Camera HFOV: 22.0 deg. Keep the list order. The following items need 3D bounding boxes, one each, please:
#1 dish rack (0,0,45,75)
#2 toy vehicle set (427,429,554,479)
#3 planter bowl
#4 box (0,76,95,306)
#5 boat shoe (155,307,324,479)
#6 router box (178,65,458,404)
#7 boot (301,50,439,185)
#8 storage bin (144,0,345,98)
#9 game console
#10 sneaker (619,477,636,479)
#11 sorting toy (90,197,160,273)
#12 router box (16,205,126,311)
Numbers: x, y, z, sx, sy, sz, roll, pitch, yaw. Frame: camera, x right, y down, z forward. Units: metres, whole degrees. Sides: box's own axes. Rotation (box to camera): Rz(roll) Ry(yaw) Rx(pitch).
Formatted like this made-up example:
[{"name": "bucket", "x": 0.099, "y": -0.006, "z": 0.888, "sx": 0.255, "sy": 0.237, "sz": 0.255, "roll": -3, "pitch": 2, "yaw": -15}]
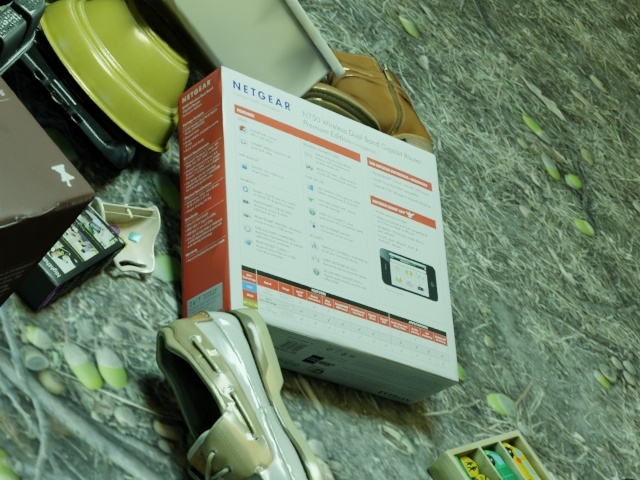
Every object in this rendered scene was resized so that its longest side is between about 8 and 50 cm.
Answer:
[{"name": "dish rack", "x": -0.406, "y": -0.256, "z": 1.570, "sx": 0.271, "sy": 0.074, "sz": 0.208, "roll": 43, "pitch": 42, "yaw": -7}, {"name": "toy vehicle set", "x": 0.246, "y": 0.341, "z": 1.843, "sx": 0.166, "sy": 0.035, "sz": 0.267, "roll": -6, "pitch": 57, "yaw": -55}, {"name": "planter bowl", "x": -0.211, "y": -0.210, "z": 1.849, "sx": 0.217, "sy": 0.090, "sz": 0.217, "roll": 49, "pitch": 11, "yaw": -13}, {"name": "box", "x": -0.339, "y": -0.021, "z": 1.389, "sx": 0.167, "sy": 0.203, "sz": 0.168, "roll": 50, "pitch": 29, "yaw": 10}, {"name": "boat shoe", "x": -0.076, "y": 0.203, "z": 1.553, "sx": 0.103, "sy": 0.113, "sz": 0.302, "roll": -4, "pitch": 54, "yaw": -28}, {"name": "router box", "x": 0.000, "y": 0.000, "z": 1.836, "sx": 0.335, "sy": 0.082, "sz": 0.301, "roll": 20, "pitch": 54, "yaw": -37}, {"name": "boot", "x": 0.043, "y": -0.187, "z": 2.185, "sx": 0.283, "sy": 0.109, "sz": 0.220, "roll": 24, "pitch": 36, "yaw": -37}, {"name": "storage bin", "x": -0.137, "y": -0.295, "z": 1.928, "sx": 0.260, "sy": 0.123, "sz": 0.262, "roll": 44, "pitch": -4, "yaw": 43}, {"name": "game console", "x": -0.330, "y": -0.212, "z": 1.755, "sx": 0.361, "sy": 0.044, "sz": 0.213, "roll": 49, "pitch": 15, "yaw": -4}, {"name": "sneaker", "x": 0.278, "y": 0.297, "z": 1.758, "sx": 0.341, "sy": 0.139, "sz": 0.125, "roll": 10, "pitch": 46, "yaw": -44}, {"name": "sorting toy", "x": -0.203, "y": 0.001, "z": 1.707, "sx": 0.083, "sy": 0.045, "sz": 0.075, "roll": 8, "pitch": 53, "yaw": -48}, {"name": "router box", "x": -0.294, "y": -0.028, "z": 1.617, "sx": 0.179, "sy": 0.046, "sz": 0.133, "roll": 46, "pitch": 29, "yaw": 4}]
